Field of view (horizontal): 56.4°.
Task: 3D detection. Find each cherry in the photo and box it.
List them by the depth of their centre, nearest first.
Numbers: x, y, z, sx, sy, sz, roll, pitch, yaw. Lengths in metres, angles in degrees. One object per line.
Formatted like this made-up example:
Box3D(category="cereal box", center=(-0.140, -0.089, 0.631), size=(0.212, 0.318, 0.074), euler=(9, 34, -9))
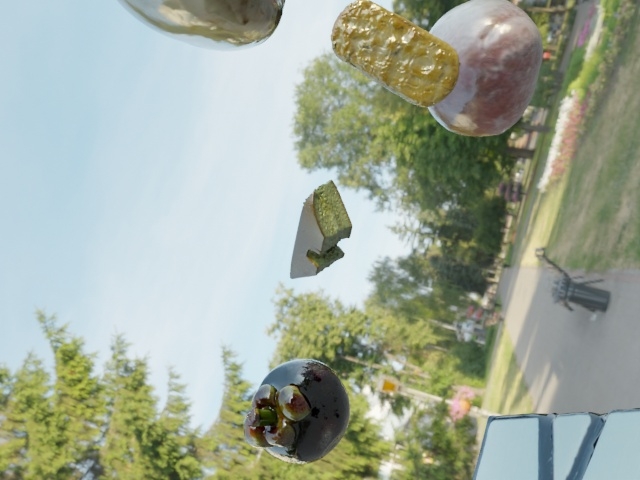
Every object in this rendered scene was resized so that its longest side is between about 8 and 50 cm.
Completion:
Box3D(category="cherry", center=(0.387, -0.429, 1.429), size=(0.335, 0.291, 0.327), euler=(85, -174, -58))

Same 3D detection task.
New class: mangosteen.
Box3D(category="mangosteen", center=(-0.074, 0.438, 1.522), size=(0.302, 0.274, 0.275), euler=(9, -85, -52))

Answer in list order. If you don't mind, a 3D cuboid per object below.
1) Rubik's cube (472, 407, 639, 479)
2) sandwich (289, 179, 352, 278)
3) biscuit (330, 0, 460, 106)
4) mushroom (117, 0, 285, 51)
Box3D(category="Rubik's cube", center=(0.310, 0.338, 0.541), size=(0.293, 0.283, 0.289), euler=(-41, 21, 60))
Box3D(category="sandwich", center=(0.000, 0.000, 1.230), size=(0.090, 0.088, 0.245), euler=(-34, -29, -42))
Box3D(category="biscuit", center=(0.130, -0.331, 1.051), size=(0.119, 0.247, 0.029), euler=(-59, -9, 10))
Box3D(category="mushroom", center=(-0.079, -0.247, 0.428), size=(0.206, 0.209, 0.207), euler=(16, -118, -34))
